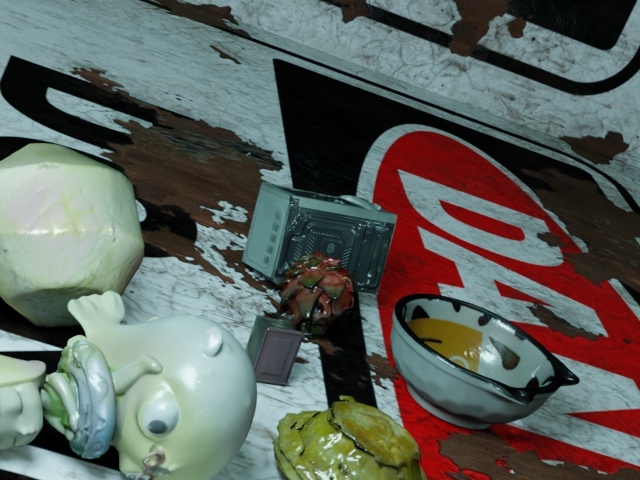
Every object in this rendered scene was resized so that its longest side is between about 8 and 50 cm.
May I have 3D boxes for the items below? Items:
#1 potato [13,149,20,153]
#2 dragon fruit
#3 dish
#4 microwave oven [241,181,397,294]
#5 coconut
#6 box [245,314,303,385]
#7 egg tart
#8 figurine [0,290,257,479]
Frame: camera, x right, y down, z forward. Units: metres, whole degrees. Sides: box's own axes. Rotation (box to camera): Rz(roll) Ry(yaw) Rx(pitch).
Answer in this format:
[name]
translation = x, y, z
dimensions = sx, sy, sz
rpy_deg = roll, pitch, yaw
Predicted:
[potato]
translation = -0.408, -0.078, 2.243
dimensions = 0.164, 0.081, 0.200
rpy_deg = 24, 16, 26
[dragon fruit]
translation = -0.006, 0.082, 2.213
dimensions = 0.121, 0.130, 0.142
rpy_deg = 28, 60, -7
[dish]
translation = 0.222, 0.199, 2.162
dimensions = 0.303, 0.120, 0.303
rpy_deg = 20, 21, -8
[microwave oven]
translation = 0.000, 0.000, 2.345
dimensions = 0.208, 0.162, 0.122
rpy_deg = 10, 8, -30
[coconut]
translation = -0.361, -0.017, 1.909
dimensions = 0.259, 0.259, 0.259
rpy_deg = 20, 21, -8
[box]
translation = -0.071, 0.153, 2.026
dimensions = 0.060, 0.084, 0.063
rpy_deg = 10, 16, -28
[egg tart]
translation = 0.051, 0.278, 1.821
dimensions = 0.241, 0.106, 0.241
rpy_deg = 24, 18, -9
[figurine]
translation = -0.278, 0.165, 1.647
dimensions = 0.394, 0.226, 0.274
rpy_deg = -3, 44, -25
